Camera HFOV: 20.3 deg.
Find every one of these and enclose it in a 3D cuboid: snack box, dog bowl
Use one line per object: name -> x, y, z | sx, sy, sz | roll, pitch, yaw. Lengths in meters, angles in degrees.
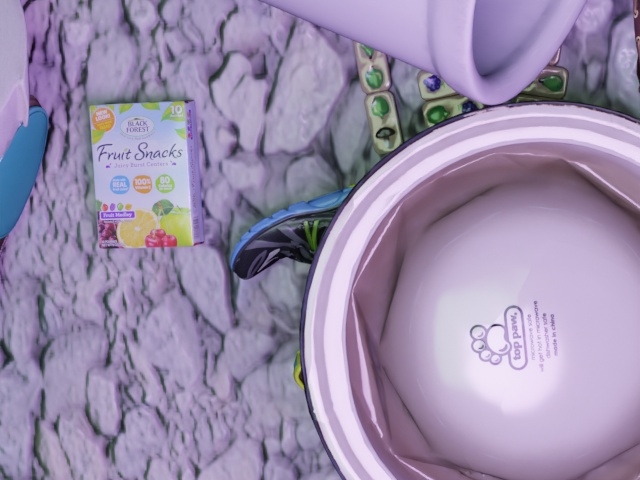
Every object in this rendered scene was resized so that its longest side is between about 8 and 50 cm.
snack box -> -0.169, -0.064, 1.741 | 0.100, 0.037, 0.141 | -2, 95, 14
dog bowl -> 0.186, 0.085, 1.560 | 0.408, 0.150, 0.408 | 0, 90, 0

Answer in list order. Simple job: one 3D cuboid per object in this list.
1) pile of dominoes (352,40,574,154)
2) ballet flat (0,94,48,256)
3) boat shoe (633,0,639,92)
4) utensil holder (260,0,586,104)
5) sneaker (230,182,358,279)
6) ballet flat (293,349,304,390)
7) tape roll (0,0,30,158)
pile of dominoes -> 0.119, -0.200, 1.648 | 0.196, 0.040, 0.251 | -11, 93, 16
ballet flat -> -0.363, -0.006, 1.769 | 0.106, 0.107, 0.316 | 22, 100, 19
boat shoe -> 0.316, -0.152, 1.590 | 0.073, 0.073, 0.207 | 2, 94, 53
utensil holder -> 0.033, -0.333, 1.492 | 0.385, 0.327, 0.328 | 24, 101, 20
sneaker -> 0.000, 0.000, 1.686 | 0.188, 0.067, 0.078 | -20, 84, 13
ballet flat -> 0.077, 0.158, 1.676 | 0.231, 0.077, 0.077 | 23, 104, 11
tape roll -> -0.465, -0.167, 1.663 | 0.392, 0.392, 0.072 | 25, 145, 11
